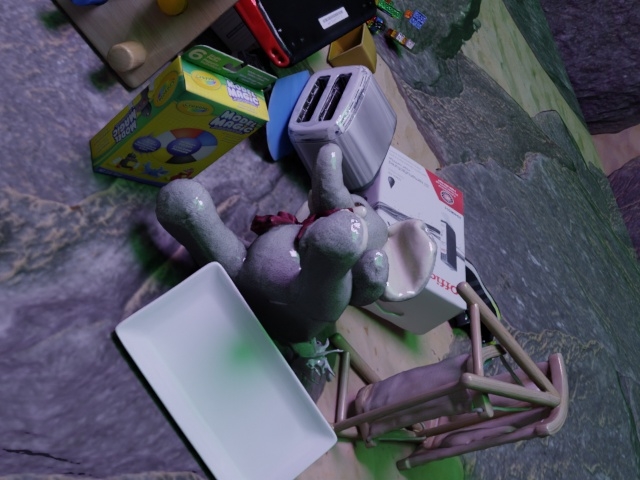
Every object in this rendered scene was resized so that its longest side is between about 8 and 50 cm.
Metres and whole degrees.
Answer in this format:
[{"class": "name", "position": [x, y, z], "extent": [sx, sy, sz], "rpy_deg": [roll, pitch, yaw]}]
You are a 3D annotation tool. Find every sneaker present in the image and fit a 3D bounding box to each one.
[{"class": "sneaker", "position": [0.276, 0.115, 1.328], "extent": [0.235, 0.084, 0.097], "rpy_deg": [43, 40, -23]}]

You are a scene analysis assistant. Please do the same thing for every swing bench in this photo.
[{"class": "swing bench", "position": [0.181, 0.220, 0.996], "extent": [0.255, 0.253, 0.165], "rpy_deg": [36, 43, -30]}]

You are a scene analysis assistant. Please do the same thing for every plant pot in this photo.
[{"class": "plant pot", "position": [0.075, -0.377, 1.423], "extent": [0.083, 0.082, 0.081], "rpy_deg": [47, 36, -36]}]

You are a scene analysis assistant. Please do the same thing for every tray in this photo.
[{"class": "tray", "position": [-0.109, 0.173, 0.822], "extent": [0.145, 0.030, 0.270], "rpy_deg": [-35, 96, -19]}]

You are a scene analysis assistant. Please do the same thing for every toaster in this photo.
[{"class": "toaster", "position": [0.033, -0.184, 1.156], "extent": [0.146, 0.129, 0.227], "rpy_deg": [55, 48, -43]}]

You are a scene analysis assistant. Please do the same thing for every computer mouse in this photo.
[{"class": "computer mouse", "position": [-0.114, -0.269, 1.123], "extent": [0.106, 0.042, 0.193], "rpy_deg": [66, 18, -3]}]

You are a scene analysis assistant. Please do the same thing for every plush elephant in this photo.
[{"class": "plush elephant", "position": [0.000, 0.000, 0.926], "extent": [0.255, 0.272, 0.330], "rpy_deg": [-59, 143, -36]}]

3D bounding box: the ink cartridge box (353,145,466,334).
[{"class": "ink cartridge box", "position": [0.141, -0.004, 1.196], "extent": [0.197, 0.114, 0.272], "rpy_deg": [29, 46, -23]}]

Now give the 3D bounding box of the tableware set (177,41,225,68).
[{"class": "tableware set", "position": [-0.170, -0.248, 1.083], "extent": [0.169, 0.020, 0.141], "rpy_deg": [14, 57, -47]}]

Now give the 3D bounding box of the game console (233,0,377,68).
[{"class": "game console", "position": [-0.069, -0.465, 1.100], "extent": [0.342, 0.060, 0.386], "rpy_deg": [59, 36, -13]}]

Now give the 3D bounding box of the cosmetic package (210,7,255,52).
[{"class": "cosmetic package", "position": [-0.138, -0.474, 1.173], "extent": [0.224, 0.138, 0.224], "rpy_deg": [48, 38, -21]}]

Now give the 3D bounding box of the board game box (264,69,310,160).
[{"class": "board game box", "position": [-0.062, -0.209, 1.144], "extent": [0.169, 0.033, 0.133], "rpy_deg": [-39, 139, -58]}]

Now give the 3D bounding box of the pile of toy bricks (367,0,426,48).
[{"class": "pile of toy bricks", "position": [0.144, -0.545, 1.616], "extent": [0.212, 0.118, 0.105], "rpy_deg": [28, 14, -26]}]

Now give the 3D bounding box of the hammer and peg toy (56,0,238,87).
[{"class": "hammer and peg toy", "position": [-0.273, -0.407, 0.881], "extent": [0.361, 0.266, 0.127], "rpy_deg": [50, 20, -13]}]

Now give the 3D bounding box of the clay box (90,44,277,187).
[{"class": "clay box", "position": [-0.164, -0.141, 0.843], "extent": [0.127, 0.222, 0.053], "rpy_deg": [12, 58, -46]}]
